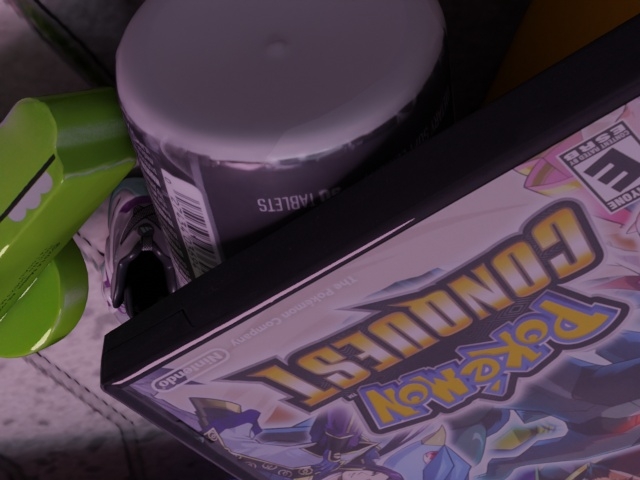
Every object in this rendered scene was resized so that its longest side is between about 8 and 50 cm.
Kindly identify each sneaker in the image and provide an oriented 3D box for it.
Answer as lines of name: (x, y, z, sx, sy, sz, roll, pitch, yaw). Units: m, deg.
sneaker: (-0.084, 0.027, 0.662, 0.038, 0.069, 0.098, -4, 134, -6)

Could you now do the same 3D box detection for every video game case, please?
video game case: (0.099, 0.050, 0.557, 0.275, 0.035, 0.248, -30, 130, 25)

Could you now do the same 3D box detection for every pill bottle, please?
pill bottle: (0.000, 0.000, 0.627, 0.130, 0.130, 0.245, -18, 139, -5)

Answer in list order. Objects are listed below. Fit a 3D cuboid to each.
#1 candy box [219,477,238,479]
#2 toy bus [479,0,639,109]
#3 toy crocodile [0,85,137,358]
candy box: (-0.152, 0.275, 0.837, 0.268, 0.122, 0.317, -4, 141, -21)
toy bus: (0.172, -0.106, 0.608, 0.130, 0.108, 0.332, 2, 134, -23)
toy crocodile: (-0.202, 0.051, 0.623, 0.340, 0.105, 0.115, -46, 172, 27)
